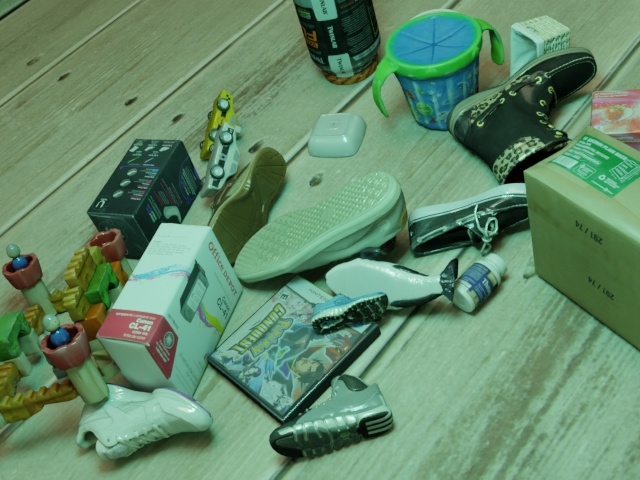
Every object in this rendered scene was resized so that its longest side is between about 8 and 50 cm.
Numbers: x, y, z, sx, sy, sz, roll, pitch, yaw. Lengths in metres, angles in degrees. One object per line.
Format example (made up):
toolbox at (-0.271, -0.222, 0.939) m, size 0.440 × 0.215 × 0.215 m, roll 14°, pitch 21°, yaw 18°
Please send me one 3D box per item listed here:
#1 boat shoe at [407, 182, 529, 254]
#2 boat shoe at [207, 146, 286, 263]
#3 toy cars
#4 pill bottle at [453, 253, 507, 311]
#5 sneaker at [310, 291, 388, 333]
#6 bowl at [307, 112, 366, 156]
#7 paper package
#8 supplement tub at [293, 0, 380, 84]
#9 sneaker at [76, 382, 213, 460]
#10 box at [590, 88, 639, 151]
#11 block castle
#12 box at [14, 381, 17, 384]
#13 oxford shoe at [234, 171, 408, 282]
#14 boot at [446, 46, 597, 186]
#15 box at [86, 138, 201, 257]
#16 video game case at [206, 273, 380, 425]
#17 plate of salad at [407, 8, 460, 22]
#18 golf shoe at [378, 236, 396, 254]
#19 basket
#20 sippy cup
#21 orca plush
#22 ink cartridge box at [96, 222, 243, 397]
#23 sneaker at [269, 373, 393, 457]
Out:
boat shoe at (0.333, -0.035, 1.642) m, size 0.306 × 0.113 × 0.105 m, roll -10°, pitch 52°, yaw 15°
boat shoe at (-0.201, -0.076, 1.889) m, size 0.123 × 0.123 × 0.342 m, roll -16°, pitch 44°, yaw 51°
toy cars at (-0.250, -0.247, 2.034) m, size 0.087 × 0.176 × 0.393 m, roll 18°, pitch 29°, yaw -19°
pill bottle at (0.318, 0.082, 1.565) m, size 0.120 × 0.067 × 0.067 m, roll -41°, pitch 48°, yaw -19°
sneaker at (0.055, 0.127, 1.567) m, size 0.162 × 0.063 × 0.073 m, roll -15°, pitch 41°, yaw 7°
bowl at (0.038, -0.280, 2.023) m, size 0.142 × 0.053 × 0.142 m, roll 2°, pitch 50°, yaw 22°
paper package at (0.543, 0.005, 1.387) m, size 0.168 × 0.309 × 0.325 m, roll -33°, pitch 45°, yaw -13°
supplement tub at (0.046, -0.607, 2.128) m, size 0.207 × 0.338 × 0.207 m, roll -10°, pitch 45°, yaw 11°
sneaker at (-0.344, 0.364, 1.518) m, size 0.305 × 0.114 × 0.152 m, roll -3°, pitch 53°, yaw 28°
box at (0.732, -0.227, 1.659) m, size 0.300 × 0.142 × 0.154 m, roll 1°, pitch 48°, yaw 21°
block castle at (-0.568, 0.154, 1.640) m, size 0.303 × 0.213 × 0.453 m, roll -16°, pitch 29°, yaw 7°
box at (-0.760, 0.316, 1.724) m, size 0.137 × 0.072 × 0.126 m, roll 8°, pitch 52°, yaw 25°
oxford shoe at (0.000, 0.000, 1.693) m, size 0.449 × 0.130 × 0.169 m, roll -25°, pitch 41°, yaw 27°
boot at (0.508, -0.276, 1.789) m, size 0.377 × 0.138 × 0.284 m, roll -24°, pitch 43°, yaw 2°
box at (-0.431, -0.106, 1.942) m, size 0.143 × 0.165 × 0.270 m, roll 4°, pitch 49°, yaw 23°
video game case at (-0.057, 0.214, 1.596) m, size 0.275 × 0.035 × 0.248 m, roll -42°, pitch 49°, yaw -21°
plate of salad at (0.325, -0.580, 2.211) m, size 0.200 × 0.048 × 0.200 m, roll -8°, pitch 56°, yaw 12°
golf shoe at (0.113, -0.033, 1.762) m, size 0.086 × 0.067 × 0.186 m, roll -43°, pitch 45°, yaw 28°
basket at (0.545, -0.459, 1.936) m, size 0.103 × 0.167 × 0.113 m, roll -24°, pitch 45°, yaw -13°
sippy cup at (0.293, -0.405, 1.929) m, size 0.305 × 0.224 × 0.240 m, roll 0°, pitch 47°, yaw 19°
orca plush at (0.157, 0.073, 1.606) m, size 0.287 × 0.151 × 0.102 m, roll -17°, pitch 1°, yaw 33°
ink cartridge box at (-0.300, 0.147, 1.612) m, size 0.131 × 0.226 × 0.306 m, roll 6°, pitch 51°, yaw 24°
sneaker at (0.012, 0.317, 1.450) m, size 0.229 × 0.086 × 0.132 m, roll -11°, pitch 39°, yaw -5°
